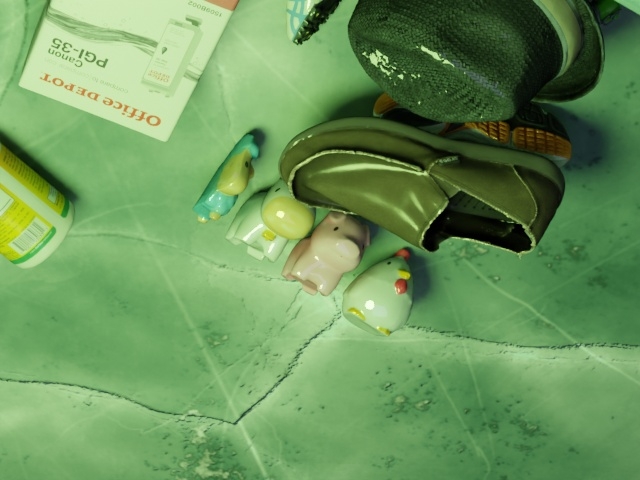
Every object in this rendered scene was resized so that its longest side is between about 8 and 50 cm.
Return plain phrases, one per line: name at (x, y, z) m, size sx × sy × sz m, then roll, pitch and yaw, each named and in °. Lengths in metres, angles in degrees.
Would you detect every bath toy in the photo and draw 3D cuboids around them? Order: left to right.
bath toy at (0.000, 0.000, 2.008) m, size 0.348 × 0.129 × 0.151 m, roll 36°, pitch 166°, yaw -22°

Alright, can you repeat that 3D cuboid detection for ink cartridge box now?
ink cartridge box at (-0.221, -0.283, 1.778) m, size 0.207 × 0.117 × 0.283 m, roll 20°, pitch 127°, yaw -15°

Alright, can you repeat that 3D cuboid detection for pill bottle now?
pill bottle at (-0.442, -0.066, 1.965) m, size 0.118 × 0.117 × 0.208 m, roll -33°, pitch 121°, yaw 26°

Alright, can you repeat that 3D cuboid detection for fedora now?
fedora at (0.154, -0.232, 1.693) m, size 0.334 × 0.152 × 0.334 m, roll 31°, pitch 157°, yaw 15°

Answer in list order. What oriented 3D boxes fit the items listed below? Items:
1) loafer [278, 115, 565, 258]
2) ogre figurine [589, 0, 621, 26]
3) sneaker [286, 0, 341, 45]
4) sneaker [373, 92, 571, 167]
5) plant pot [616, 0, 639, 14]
loafer at (0.123, -0.061, 1.839) m, size 0.366 × 0.130 × 0.133 m, roll 6°, pitch 141°, yaw 7°
ogre figurine at (0.266, -0.312, 1.761) m, size 0.118 × 0.097 × 0.197 m, roll -42°, pitch 134°, yaw 10°
sneaker at (-0.012, -0.341, 1.760) m, size 0.086 × 0.085 × 0.237 m, roll 33°, pitch 138°, yaw 19°
sneaker at (0.195, -0.124, 1.922) m, size 0.263 × 0.099 × 0.121 m, roll 11°, pitch 137°, yaw 3°
plant pot at (0.304, -0.436, 1.570) m, size 0.252 × 0.247 × 0.247 m, roll 24°, pitch 128°, yaw 1°
